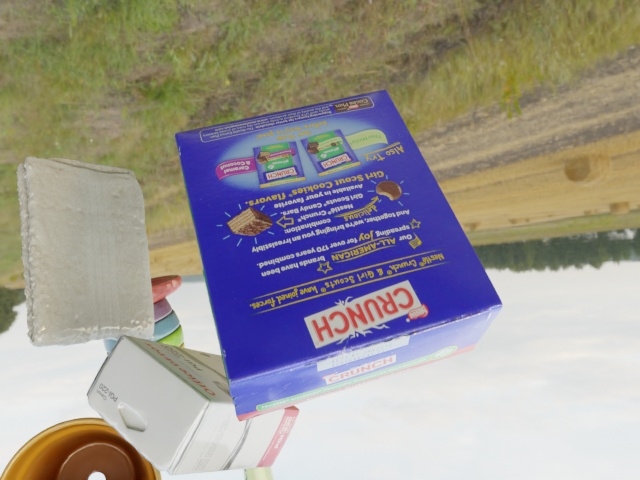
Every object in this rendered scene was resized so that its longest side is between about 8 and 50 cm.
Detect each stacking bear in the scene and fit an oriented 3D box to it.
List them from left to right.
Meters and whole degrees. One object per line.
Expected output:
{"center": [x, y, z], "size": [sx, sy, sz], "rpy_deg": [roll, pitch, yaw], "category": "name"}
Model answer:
{"center": [-0.342, 0.233, 1.146], "size": [0.176, 0.288, 0.164], "rpy_deg": [-23, -168, -38], "category": "stacking bear"}

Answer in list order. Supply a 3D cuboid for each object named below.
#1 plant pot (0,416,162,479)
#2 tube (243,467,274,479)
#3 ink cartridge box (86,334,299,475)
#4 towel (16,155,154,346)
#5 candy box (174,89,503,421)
{"center": [-0.331, 0.355, 0.812], "size": [0.205, 0.205, 0.188], "rpy_deg": [-4, 168, -15], "category": "plant pot"}
{"center": [-0.122, 0.417, 1.065], "size": [0.070, 0.239, 0.062], "rpy_deg": [0, -169, 45], "category": "tube"}
{"center": [-0.149, 0.204, 0.702], "size": [0.159, 0.092, 0.218], "rpy_deg": [26, 177, 30], "category": "ink cartridge box"}
{"center": [-0.349, 0.015, 0.847], "size": [0.049, 0.282, 0.187], "rpy_deg": [-19, 164, 39], "category": "towel"}
{"center": [0.000, 0.000, 0.631], "size": [0.269, 0.317, 0.122], "rpy_deg": [-14, 146, -9], "category": "candy box"}
